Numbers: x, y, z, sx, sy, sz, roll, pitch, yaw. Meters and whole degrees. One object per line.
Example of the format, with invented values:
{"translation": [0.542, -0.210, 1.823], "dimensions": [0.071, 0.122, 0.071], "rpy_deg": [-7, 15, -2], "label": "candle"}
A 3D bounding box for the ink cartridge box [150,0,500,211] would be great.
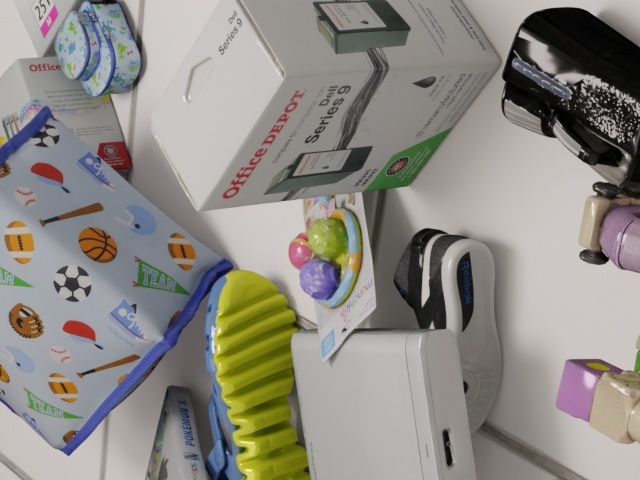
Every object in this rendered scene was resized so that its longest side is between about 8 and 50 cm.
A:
{"translation": [0.003, -0.146, 1.640], "dimensions": [0.121, 0.289, 0.211], "rpy_deg": [60, 137, 25], "label": "ink cartridge box"}

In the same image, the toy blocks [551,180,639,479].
{"translation": [0.364, 0.132, 1.261], "dimensions": [0.260, 0.289, 0.309], "rpy_deg": [28, 116, 52], "label": "toy blocks"}

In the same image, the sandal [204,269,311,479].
{"translation": [-0.096, 0.193, 1.965], "dimensions": [0.138, 0.126, 0.317], "rpy_deg": [0, 96, 55], "label": "sandal"}

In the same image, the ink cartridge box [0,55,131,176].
{"translation": [-0.362, -0.150, 2.212], "dimensions": [0.127, 0.128, 0.176], "rpy_deg": [-32, 71, 49], "label": "ink cartridge box"}

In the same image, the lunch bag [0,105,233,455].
{"translation": [-0.351, 0.075, 2.083], "dimensions": [0.328, 0.239, 0.385], "rpy_deg": [40, 130, -2], "label": "lunch bag"}

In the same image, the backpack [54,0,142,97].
{"translation": [-0.297, -0.250, 2.149], "dimensions": [0.105, 0.084, 0.114], "rpy_deg": [-48, 64, 47], "label": "backpack"}

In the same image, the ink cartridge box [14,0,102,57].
{"translation": [-0.352, -0.422, 2.203], "dimensions": [0.275, 0.060, 0.239], "rpy_deg": [-47, 63, 44], "label": "ink cartridge box"}

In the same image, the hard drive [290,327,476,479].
{"translation": [0.064, 0.211, 1.748], "dimensions": [0.353, 0.047, 0.233], "rpy_deg": [173, 89, -68], "label": "hard drive"}

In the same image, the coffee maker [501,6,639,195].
{"translation": [0.269, -0.145, 1.474], "dimensions": [0.178, 0.120, 0.171], "rpy_deg": [41, 103, 37], "label": "coffee maker"}

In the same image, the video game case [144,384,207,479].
{"translation": [-0.206, 0.393, 2.059], "dimensions": [0.300, 0.036, 0.329], "rpy_deg": [-115, 39, -68], "label": "video game case"}

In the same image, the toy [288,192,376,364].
{"translation": [0.000, 0.000, 1.791], "dimensions": [0.137, 0.056, 0.237], "rpy_deg": [129, 145, -49], "label": "toy"}

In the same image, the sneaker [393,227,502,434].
{"translation": [0.130, 0.092, 1.713], "dimensions": [0.121, 0.079, 0.216], "rpy_deg": [25, 117, 58], "label": "sneaker"}
